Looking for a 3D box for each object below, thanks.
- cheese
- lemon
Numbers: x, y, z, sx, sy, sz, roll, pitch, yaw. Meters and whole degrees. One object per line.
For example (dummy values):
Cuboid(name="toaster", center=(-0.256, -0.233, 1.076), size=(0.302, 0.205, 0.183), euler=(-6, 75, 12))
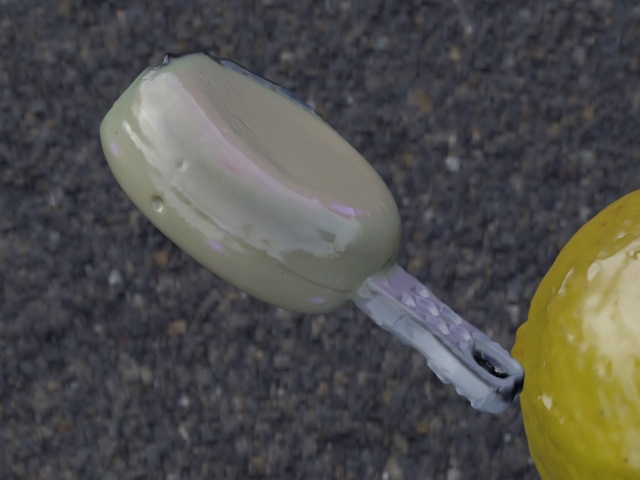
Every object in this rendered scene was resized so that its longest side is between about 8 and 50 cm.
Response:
Cuboid(name="cheese", center=(0.001, -0.003, 0.628), size=(0.171, 0.047, 0.092), euler=(33, 24, -9))
Cuboid(name="lemon", center=(0.261, 0.081, 1.054), size=(0.310, 0.253, 0.253), euler=(-1, 56, 24))
